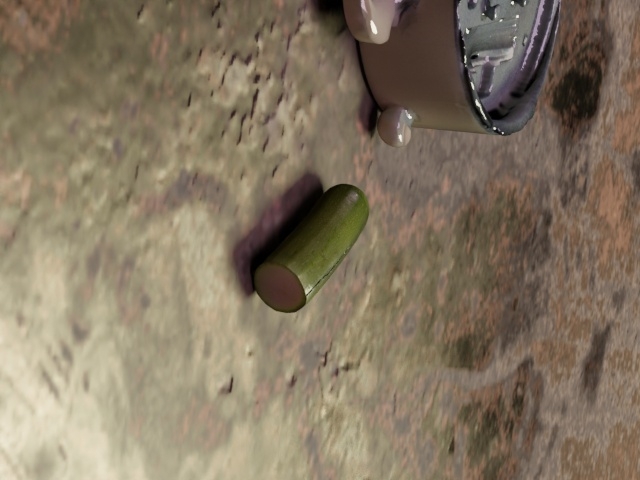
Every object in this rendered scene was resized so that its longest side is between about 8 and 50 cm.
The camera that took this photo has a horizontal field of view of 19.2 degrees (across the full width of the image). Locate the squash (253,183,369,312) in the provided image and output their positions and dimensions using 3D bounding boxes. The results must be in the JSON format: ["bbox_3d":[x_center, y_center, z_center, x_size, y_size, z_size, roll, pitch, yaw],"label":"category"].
[{"bbox_3d":[0.000,0.000,0.846,0.083,0.027,0.027,-50,139,-48],"label":"squash"}]

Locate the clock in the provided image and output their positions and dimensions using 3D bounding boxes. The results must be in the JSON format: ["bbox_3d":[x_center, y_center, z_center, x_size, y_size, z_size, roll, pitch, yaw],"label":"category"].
[{"bbox_3d":[0.075,-0.126,0.932,0.229,0.063,0.155,-18,112,-61],"label":"clock"}]
